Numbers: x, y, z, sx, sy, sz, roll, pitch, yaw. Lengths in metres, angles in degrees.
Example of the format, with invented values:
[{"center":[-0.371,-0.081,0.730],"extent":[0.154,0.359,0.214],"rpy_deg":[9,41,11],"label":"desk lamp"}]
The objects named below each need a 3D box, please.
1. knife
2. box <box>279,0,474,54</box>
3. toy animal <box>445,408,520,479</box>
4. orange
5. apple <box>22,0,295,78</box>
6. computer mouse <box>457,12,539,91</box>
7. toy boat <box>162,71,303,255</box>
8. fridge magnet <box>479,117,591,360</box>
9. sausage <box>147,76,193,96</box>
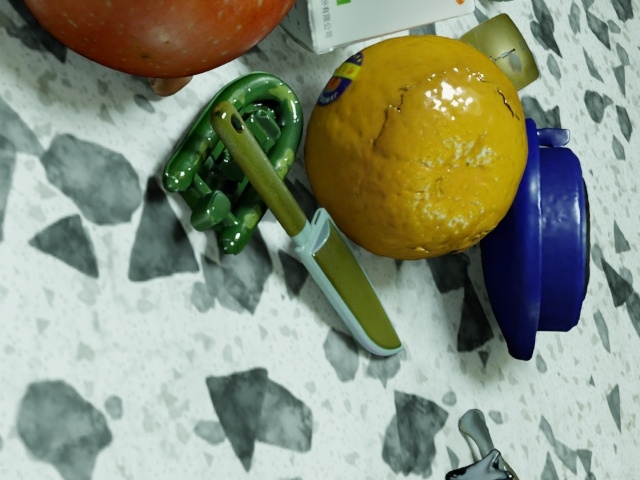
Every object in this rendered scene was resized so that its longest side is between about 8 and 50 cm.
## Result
[{"center":[0.000,-0.001,1.000],"extent":[0.343,0.027,0.061],"rpy_deg":[57,41,-33],"label":"knife"},{"center":[0.028,-0.361,1.006],"extent":[0.173,0.145,0.333],"rpy_deg":[-17,121,-16],"label":"box"},{"center":[0.200,0.276,1.122],"extent":[0.202,0.070,0.105],"rpy_deg":[56,20,-8],"label":"toy animal"},{"center":[0.091,-0.090,1.060],"extent":[0.219,0.193,0.219],"rpy_deg":[-1,95,-13],"label":"orange"},{"center":[-0.135,-0.259,0.861],"extent":[0.260,0.216,0.260],"rpy_deg":[15,67,-38],"label":"apple"},{"center":[0.236,-0.242,1.437],"extent":[0.199,0.045,0.102],"rpy_deg":[-32,95,-52],"label":"computer mouse"},{"center":[-0.072,-0.078,0.983],"extent":[0.104,0.052,0.210],"rpy_deg":[48,43,-19],"label":"toy boat"},{"center":[0.231,-0.001,1.193],"extent":[0.265,0.113,0.265],"rpy_deg":[0,90,-83],"label":"fridge magnet"},{"center":[-0.118,-0.180,0.992],"extent":[0.042,0.036,0.158],"rpy_deg":[50,40,-24],"label":"sausage"}]
